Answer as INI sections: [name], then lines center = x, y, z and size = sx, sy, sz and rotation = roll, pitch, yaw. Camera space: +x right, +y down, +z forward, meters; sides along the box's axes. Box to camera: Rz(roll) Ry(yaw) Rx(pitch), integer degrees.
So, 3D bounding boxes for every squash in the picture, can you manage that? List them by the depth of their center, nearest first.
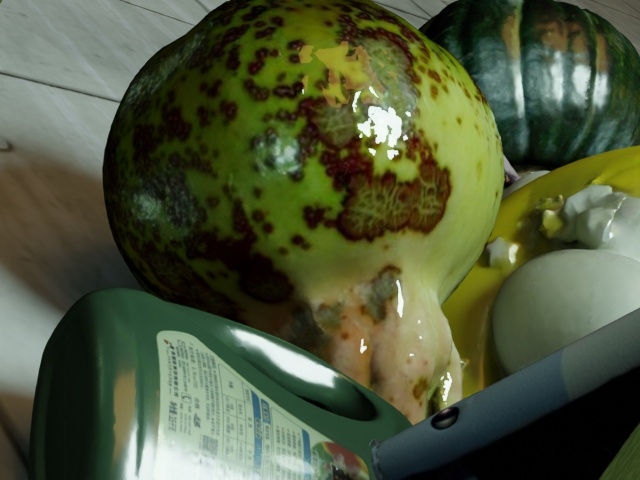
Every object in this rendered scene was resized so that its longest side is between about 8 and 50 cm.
[squash]
center = 0.152, -0.093, 1.230
size = 0.218, 0.172, 0.218
rotation = 19, -16, 6

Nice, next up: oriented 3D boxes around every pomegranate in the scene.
[pomegranate]
center = 0.013, -0.009, 0.823
size = 0.222, 0.204, 0.276
rotation = 19, 22, -50

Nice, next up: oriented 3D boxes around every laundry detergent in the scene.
[laundry detergent]
center = -0.011, 0.101, 0.684
size = 0.221, 0.078, 0.144
rotation = 18, 42, -26

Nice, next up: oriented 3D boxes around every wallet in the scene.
[wallet]
center = 0.154, 0.094, 0.626
size = 0.170, 0.231, 0.069
rotation = 51, 19, -22

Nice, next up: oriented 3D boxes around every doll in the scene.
[doll]
center = 0.151, 0.046, 0.879
size = 0.252, 0.237, 0.111
rotation = 3, -43, 42

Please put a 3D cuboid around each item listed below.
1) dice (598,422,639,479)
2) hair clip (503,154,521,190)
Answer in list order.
[dice]
center = 0.169, 0.186, 0.469
size = 0.252, 0.254, 0.250
rotation = 34, 19, 5
[hair clip]
center = 0.174, 0.029, 1.091
size = 0.257, 0.075, 0.146
rotation = 49, -14, 30
